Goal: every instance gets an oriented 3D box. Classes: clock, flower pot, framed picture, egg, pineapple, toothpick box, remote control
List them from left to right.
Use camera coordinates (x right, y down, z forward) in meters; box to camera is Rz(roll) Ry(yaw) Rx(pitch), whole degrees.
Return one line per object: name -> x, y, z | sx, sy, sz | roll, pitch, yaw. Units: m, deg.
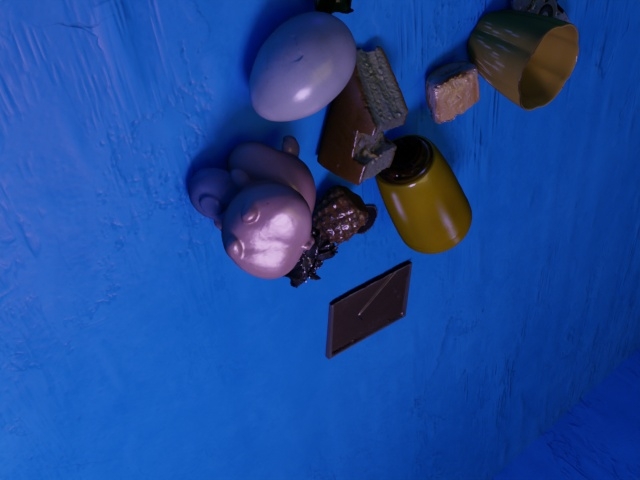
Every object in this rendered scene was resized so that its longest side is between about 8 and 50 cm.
egg -> -0.033, -0.289, 1.428 | 0.209, 0.151, 0.151 | -45, 145, 2
pineapple -> 0.000, 0.000, 1.768 | 0.119, 0.111, 0.237 | 33, 106, -23
clock -> 0.097, -0.046, 1.905 | 0.083, 0.010, 0.074 | 1, 121, -48
framed picture -> 0.123, 0.172, 2.122 | 0.265, 0.018, 0.192 | -25, 137, -31
toothpick box -> 0.218, -0.105, 1.851 | 0.175, 0.175, 0.271 | -45, 141, -8
flower pot -> 0.417, -0.397, 1.799 | 0.195, 0.179, 0.195 | -29, 138, -30
remote control -> 0.495, -0.504, 1.908 | 0.256, 0.045, 0.097 | 25, 100, -51

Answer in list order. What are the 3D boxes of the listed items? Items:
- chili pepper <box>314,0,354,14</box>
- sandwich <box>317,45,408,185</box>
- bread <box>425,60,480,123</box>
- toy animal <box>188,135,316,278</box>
chili pepper -> 0.008, -0.446, 1.413 | 0.098, 0.061, 0.224 | -51, 143, -12
sandwich -> 0.087, -0.241, 1.627 | 0.122, 0.128, 0.236 | -25, 138, -43
bread -> 0.276, -0.322, 1.802 | 0.125, 0.082, 0.106 | -28, 130, -13
toy animal -> -0.093, -0.056, 1.507 | 0.229, 0.221, 0.210 | -6, 129, -44
